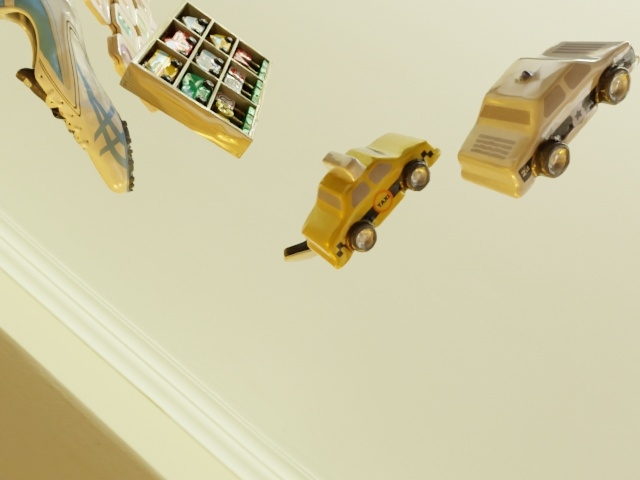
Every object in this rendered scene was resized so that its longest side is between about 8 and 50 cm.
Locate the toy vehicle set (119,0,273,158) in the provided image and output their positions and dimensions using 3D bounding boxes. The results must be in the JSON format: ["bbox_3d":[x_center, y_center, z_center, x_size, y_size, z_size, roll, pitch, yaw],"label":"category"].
[{"bbox_3d":[-0.156,-0.237,0.711,0.166,0.035,0.267,30,-145,-22],"label":"toy vehicle set"}]

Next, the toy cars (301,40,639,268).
[{"bbox_3d":[0.126,-0.103,0.542,0.394,0.087,0.176,-24,-141,29],"label":"toy cars"}]

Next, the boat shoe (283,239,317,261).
[{"bbox_3d":[-0.001,0.001,0.796,0.133,0.049,0.042,-19,-100,-21],"label":"boat shoe"}]

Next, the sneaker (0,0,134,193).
[{"bbox_3d":[-0.281,-0.159,0.574,0.086,0.085,0.237,-28,-70,-25],"label":"sneaker"}]

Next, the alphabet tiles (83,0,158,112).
[{"bbox_3d":[-0.298,-0.351,0.801,0.021,0.278,0.284,-14,-110,4],"label":"alphabet tiles"}]
